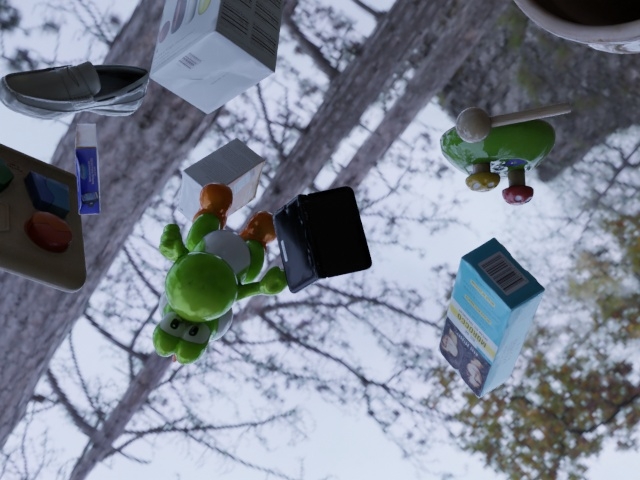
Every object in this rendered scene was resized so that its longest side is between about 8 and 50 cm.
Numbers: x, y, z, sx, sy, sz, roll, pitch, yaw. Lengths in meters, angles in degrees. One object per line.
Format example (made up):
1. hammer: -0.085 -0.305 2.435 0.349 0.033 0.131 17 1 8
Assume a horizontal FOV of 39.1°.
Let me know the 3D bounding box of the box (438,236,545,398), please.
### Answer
1. box: 0.226 0.111 1.228 0.060 0.244 0.100 -28 -121 -20

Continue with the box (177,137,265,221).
1. box: -0.220 -0.122 1.987 0.091 0.130 0.170 39 -129 17

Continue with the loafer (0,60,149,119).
1. loafer: -0.476 -0.304 1.758 0.319 0.111 0.112 -14 -118 -49

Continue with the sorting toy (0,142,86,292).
1. sorting toy: -0.457 -0.066 1.221 0.307 0.041 0.229 24 -146 -35

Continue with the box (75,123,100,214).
1. box: -0.278 -0.085 1.078 0.028 0.081 0.136 -4 -158 -15

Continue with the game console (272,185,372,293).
1. game console: 0.000 0.000 1.230 0.071 0.107 0.122 0 -112 -38

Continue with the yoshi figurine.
1. yoshi figurine: -0.167 0.039 1.471 0.362 0.203 0.203 -72 -32 -52

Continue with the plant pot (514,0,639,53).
1. plant pot: 0.323 -0.274 0.800 0.229 0.263 0.263 10 -141 -46

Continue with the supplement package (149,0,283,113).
1. supplement package: -0.192 -0.387 1.690 0.149 0.194 0.203 31 -130 -37

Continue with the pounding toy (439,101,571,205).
1. pounding toy: 0.284 -0.122 1.408 0.182 0.237 0.110 -2 -104 1
